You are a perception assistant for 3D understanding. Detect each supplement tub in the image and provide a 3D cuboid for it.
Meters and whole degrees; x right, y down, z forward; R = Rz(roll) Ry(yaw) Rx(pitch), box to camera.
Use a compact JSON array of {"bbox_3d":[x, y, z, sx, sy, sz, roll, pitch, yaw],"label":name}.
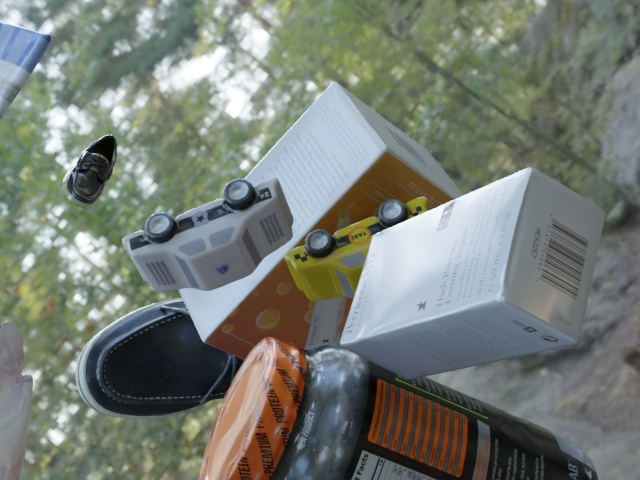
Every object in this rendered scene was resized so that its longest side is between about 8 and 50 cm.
[{"bbox_3d":[0.071,0.228,1.076,0.207,0.338,0.207,-59,14,25],"label":"supplement tub"}]

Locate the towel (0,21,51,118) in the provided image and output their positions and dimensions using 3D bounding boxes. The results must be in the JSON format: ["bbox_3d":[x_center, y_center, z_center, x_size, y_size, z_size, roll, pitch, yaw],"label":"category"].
[{"bbox_3d":[-0.505,-0.188,1.610,0.209,0.034,0.285,24,78,48],"label":"towel"}]

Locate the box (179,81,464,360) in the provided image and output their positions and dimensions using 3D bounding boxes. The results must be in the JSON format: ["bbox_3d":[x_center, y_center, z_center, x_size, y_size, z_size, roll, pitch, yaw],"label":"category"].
[{"bbox_3d":[0.000,0.000,1.536,0.345,0.215,0.168,-46,44,14],"label":"box"}]

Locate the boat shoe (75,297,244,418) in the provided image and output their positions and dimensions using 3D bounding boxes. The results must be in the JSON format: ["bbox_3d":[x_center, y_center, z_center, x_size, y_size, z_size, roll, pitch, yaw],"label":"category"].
[{"bbox_3d":[-0.146,0.171,1.857,0.500,0.187,0.156,-7,-7,-26],"label":"boat shoe"}]

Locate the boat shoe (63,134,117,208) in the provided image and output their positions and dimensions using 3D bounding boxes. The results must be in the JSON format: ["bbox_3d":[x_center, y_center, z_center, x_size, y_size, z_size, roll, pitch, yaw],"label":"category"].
[{"bbox_3d":[-0.317,-0.101,1.594,0.049,0.056,0.152,-51,21,29],"label":"boat shoe"}]

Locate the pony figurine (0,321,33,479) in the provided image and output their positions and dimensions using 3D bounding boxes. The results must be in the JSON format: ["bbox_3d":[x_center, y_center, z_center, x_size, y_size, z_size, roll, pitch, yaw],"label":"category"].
[{"bbox_3d":[-0.381,0.225,0.871,0.363,0.351,0.302,-17,-18,28],"label":"pony figurine"}]

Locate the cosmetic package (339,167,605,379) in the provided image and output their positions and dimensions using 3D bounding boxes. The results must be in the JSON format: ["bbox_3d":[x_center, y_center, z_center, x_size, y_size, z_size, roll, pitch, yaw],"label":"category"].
[{"bbox_3d":[0.116,0.034,0.930,0.231,0.085,0.117,-24,43,56],"label":"cosmetic package"}]

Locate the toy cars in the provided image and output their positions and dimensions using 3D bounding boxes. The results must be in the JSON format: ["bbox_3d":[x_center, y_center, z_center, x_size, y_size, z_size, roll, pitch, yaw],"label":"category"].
[{"bbox_3d":[-0.028,0.020,1.318,0.393,0.087,0.176,5,-45,-32],"label":"toy cars"}]
